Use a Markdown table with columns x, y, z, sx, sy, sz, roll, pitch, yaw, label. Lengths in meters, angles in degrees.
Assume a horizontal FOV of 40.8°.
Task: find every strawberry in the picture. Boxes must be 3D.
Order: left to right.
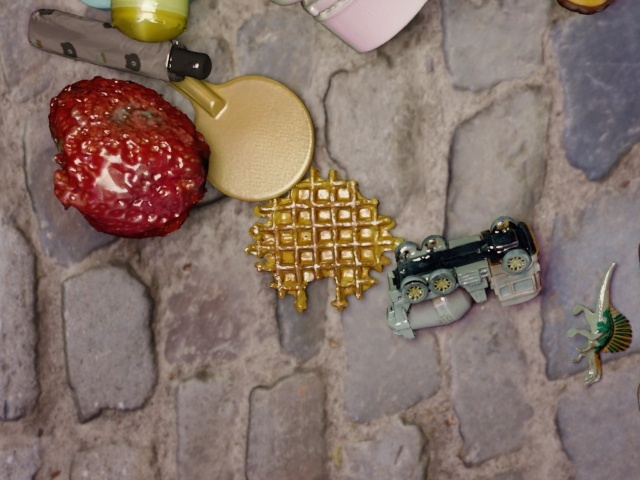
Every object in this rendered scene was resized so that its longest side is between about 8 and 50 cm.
| x | y | z | sx | sy | sz | roll | pitch | yaw | label |
| --- | --- | --- | --- | --- | --- | --- | --- | --- | --- |
| -0.283 | -0.126 | 1.331 | 0.221 | 0.274 | 0.274 | -18 | 94 | 7 | strawberry |

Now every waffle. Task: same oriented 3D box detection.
| x | y | z | sx | sy | sz | roll | pitch | yaw | label |
| --- | --- | --- | --- | --- | --- | --- | --- | --- | --- |
| 0.000 | 0.000 | 1.410 | 0.231 | 0.051 | 0.228 | 45 | 101 | 2 | waffle |

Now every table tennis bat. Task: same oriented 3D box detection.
| x | y | z | sx | sy | sz | roll | pitch | yaw | label |
| --- | --- | --- | --- | --- | --- | --- | --- | --- | --- |
| -0.151 | -0.201 | 1.392 | 0.321 | 0.050 | 0.198 | 41 | 96 | 7 | table tennis bat |

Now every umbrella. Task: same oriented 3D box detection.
| x | y | z | sx | sy | sz | roll | pitch | yaw | label |
| --- | --- | --- | --- | --- | --- | --- | --- | --- | --- |
| -0.324 | -0.308 | 1.375 | 0.337 | 0.067 | 0.073 | 18 | 110 | 21 | umbrella |

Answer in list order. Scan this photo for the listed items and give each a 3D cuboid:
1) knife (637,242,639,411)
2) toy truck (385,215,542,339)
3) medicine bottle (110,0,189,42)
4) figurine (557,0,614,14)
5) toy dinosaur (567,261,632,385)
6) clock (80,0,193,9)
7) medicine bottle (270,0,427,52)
| x | y | z | sx | sy | sz | roll | pitch | yaw | label |
| --- | --- | --- | --- | --- | --- | --- | --- | --- | --- |
| 0.547 | 0.134 | 1.349 | 0.123 | 0.053 | 0.277 | -10 | 97 | 4 | knife |
| 0.219 | 0.067 | 1.358 | 0.257 | 0.108 | 0.140 | -16 | 125 | 9 | toy truck |
| -0.248 | -0.412 | 1.265 | 0.124 | 0.124 | 0.238 | 6 | 97 | 8 | medicine bottle |
| 0.414 | -0.451 | 1.259 | 0.175 | 0.116 | 0.240 | 19 | 94 | 3 | figurine |
| 0.453 | 0.139 | 1.371 | 0.106 | 0.044 | 0.187 | 33 | 88 | -10 | toy dinosaur |
| -0.261 | -0.477 | 1.368 | 0.274 | 0.094 | 0.223 | 4 | 98 | 6 | clock |
| -0.001 | -0.444 | 1.212 | 0.325 | 0.256 | 0.256 | 36 | 102 | -24 | medicine bottle |
